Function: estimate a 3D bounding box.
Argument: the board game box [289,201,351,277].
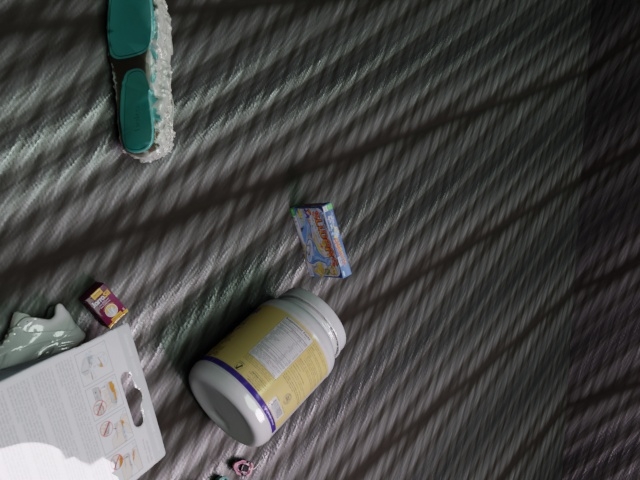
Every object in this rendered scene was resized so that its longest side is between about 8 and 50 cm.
[{"bbox_3d":[0.000,0.000,1.641,0.035,0.136,0.201,-28,107,-38],"label":"board game box"}]

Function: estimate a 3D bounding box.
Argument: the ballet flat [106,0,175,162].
[{"bbox_3d":[-0.376,-0.371,1.335,0.146,0.146,0.410,-3,95,-42],"label":"ballet flat"}]

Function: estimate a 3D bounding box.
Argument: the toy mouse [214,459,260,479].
[{"bbox_3d":[-0.217,0.585,1.517,0.161,0.031,0.143,-50,121,-30],"label":"toy mouse"}]

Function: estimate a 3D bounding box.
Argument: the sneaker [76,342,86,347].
[{"bbox_3d":[-0.514,0.335,1.219,0.256,0.094,0.151,-54,129,-30],"label":"sneaker"}]

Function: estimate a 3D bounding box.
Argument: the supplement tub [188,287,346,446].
[{"bbox_3d":[-0.118,0.290,1.466,0.331,0.241,0.241,-42,116,-34],"label":"supplement tub"}]

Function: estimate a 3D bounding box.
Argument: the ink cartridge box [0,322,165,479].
[{"bbox_3d":[-0.487,0.361,1.143,0.385,0.091,0.309,-27,107,-55],"label":"ink cartridge box"}]

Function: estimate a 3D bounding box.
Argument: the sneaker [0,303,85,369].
[{"bbox_3d":[-0.576,0.198,1.175,0.232,0.090,0.115,-34,104,-45],"label":"sneaker"}]

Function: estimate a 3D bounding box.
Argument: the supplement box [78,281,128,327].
[{"bbox_3d":[-0.455,0.135,1.298,0.055,0.043,0.083,-49,119,-29],"label":"supplement box"}]
